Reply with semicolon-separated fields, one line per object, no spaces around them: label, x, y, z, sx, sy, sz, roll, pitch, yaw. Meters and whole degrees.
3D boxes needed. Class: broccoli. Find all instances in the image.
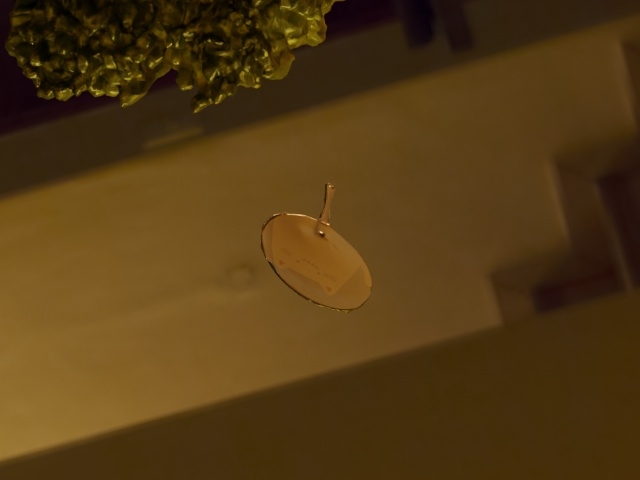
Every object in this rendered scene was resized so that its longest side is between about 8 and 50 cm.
broccoli;-0.080;-0.206;1.390;0.245;0.288;0.248;26;-122;-74

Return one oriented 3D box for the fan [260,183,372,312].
fan;0.000;0.000;1.673;0.113;0.005;0.175;29;-146;-13
